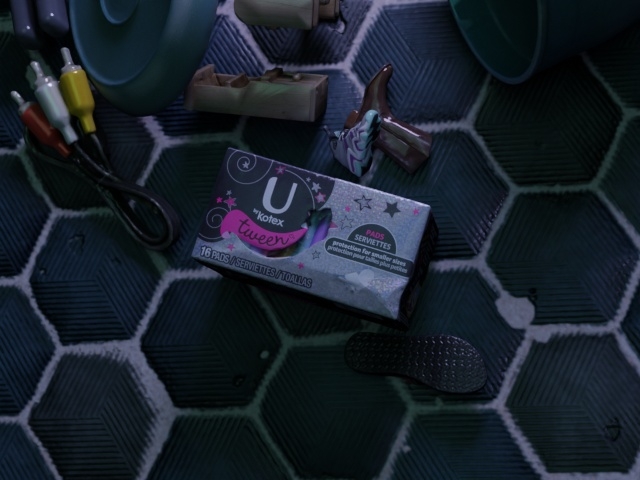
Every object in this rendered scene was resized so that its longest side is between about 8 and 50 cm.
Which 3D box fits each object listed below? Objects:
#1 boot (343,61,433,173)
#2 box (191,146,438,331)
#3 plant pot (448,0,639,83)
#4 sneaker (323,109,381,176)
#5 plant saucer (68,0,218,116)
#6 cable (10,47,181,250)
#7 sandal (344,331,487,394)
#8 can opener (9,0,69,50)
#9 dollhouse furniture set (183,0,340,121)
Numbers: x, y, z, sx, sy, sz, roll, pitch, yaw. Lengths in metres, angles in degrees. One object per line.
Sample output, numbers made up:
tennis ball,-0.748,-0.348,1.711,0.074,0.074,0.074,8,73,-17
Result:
boot,0.101,-0.151,1.451,0.114,0.037,0.106,32,98,16
box,0.000,0.000,1.371,0.247,0.163,0.142,16,83,11
plant pot,0.300,-0.349,1.360,0.255,0.271,0.271,-20,76,-11
sneaker,0.034,-0.129,1.434,0.069,0.098,0.038,31,44,19
plant saucer,-0.230,-0.311,1.428,0.318,0.044,0.317,-1,88,49
cable,-0.296,-0.093,1.477,0.139,0.072,0.287,-35,80,24
sandal,0.117,0.143,1.395,0.179,0.040,0.067,8,74,25
can opener,-0.398,-0.388,1.534,0.076,0.095,0.283,-23,63,15
dollhouse furniture set,-0.072,-0.278,1.418,0.161,0.212,0.242,6,107,8
